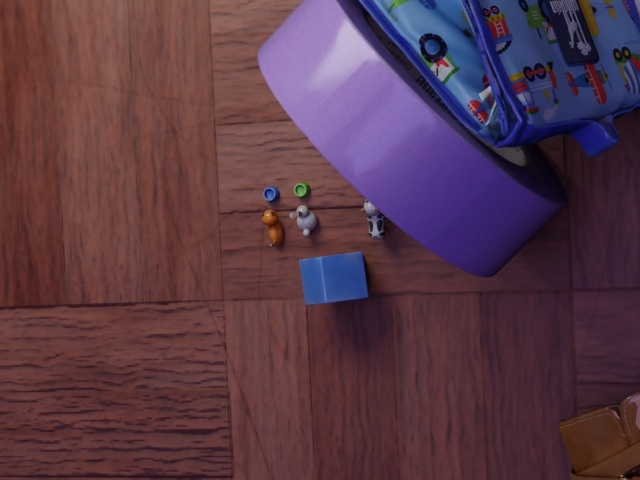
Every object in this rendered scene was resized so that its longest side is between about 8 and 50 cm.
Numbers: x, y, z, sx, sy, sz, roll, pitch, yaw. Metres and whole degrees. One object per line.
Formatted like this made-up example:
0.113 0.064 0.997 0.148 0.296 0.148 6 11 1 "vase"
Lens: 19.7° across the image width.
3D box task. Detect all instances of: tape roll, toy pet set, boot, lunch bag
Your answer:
0.077 -0.097 1.536 0.275 0.275 0.090 47 106 12 "tape roll"
0.000 0.000 1.677 0.122 0.065 0.114 -8 89 20 "toy pet set"
0.350 0.209 1.552 0.283 0.109 0.220 -23 80 26 "boot"
0.150 -0.192 1.511 0.138 0.221 0.293 -40 75 39 "lunch bag"

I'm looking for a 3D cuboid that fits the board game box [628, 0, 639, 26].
0.305 -0.304 1.525 0.193 0.053 0.305 -30 81 45 "board game box"
